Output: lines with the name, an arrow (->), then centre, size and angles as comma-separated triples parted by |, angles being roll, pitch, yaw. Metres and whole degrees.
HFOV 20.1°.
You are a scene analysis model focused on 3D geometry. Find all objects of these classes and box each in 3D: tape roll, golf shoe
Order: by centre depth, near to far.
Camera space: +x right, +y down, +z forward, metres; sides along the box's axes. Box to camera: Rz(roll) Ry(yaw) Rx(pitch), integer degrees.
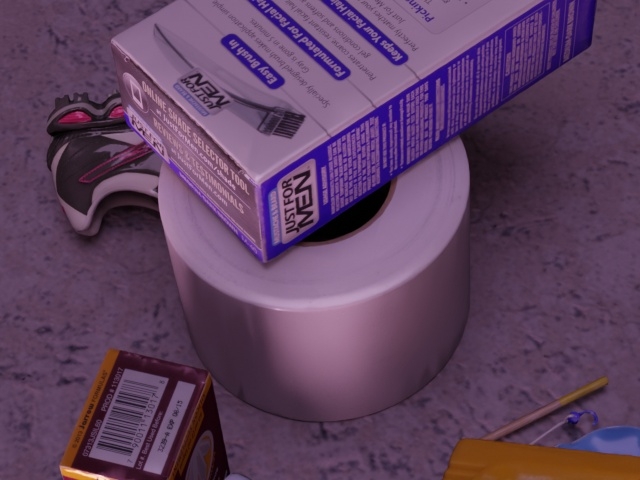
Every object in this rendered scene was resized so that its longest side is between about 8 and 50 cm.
tape roll -> 0.000, 0.000, 1.453 | 0.246, 0.169, 0.246 | -2, 55, 3
golf shoe -> -0.102, -0.080, 1.577 | 0.273, 0.105, 0.120 | -12, 70, 3

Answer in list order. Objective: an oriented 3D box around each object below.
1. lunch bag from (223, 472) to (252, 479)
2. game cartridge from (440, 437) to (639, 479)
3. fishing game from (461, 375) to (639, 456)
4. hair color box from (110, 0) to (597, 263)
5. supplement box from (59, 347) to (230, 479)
lunch bag -> -0.076, 0.318, 1.184 | 0.115, 0.243, 0.303 | 20, 58, 18
game cartridge -> 0.161, 0.279, 1.220 | 0.285, 0.053, 0.324 | 2, 48, 34
fishing game -> 0.232, 0.218, 1.355 | 0.189, 0.041, 0.264 | -22, 55, -7
hair color box -> 0.031, -0.152, 1.391 | 0.339, 0.110, 0.185 | -33, 59, -21
supplement box -> -0.123, 0.177, 1.323 | 0.081, 0.188, 0.104 | 12, 56, 12
